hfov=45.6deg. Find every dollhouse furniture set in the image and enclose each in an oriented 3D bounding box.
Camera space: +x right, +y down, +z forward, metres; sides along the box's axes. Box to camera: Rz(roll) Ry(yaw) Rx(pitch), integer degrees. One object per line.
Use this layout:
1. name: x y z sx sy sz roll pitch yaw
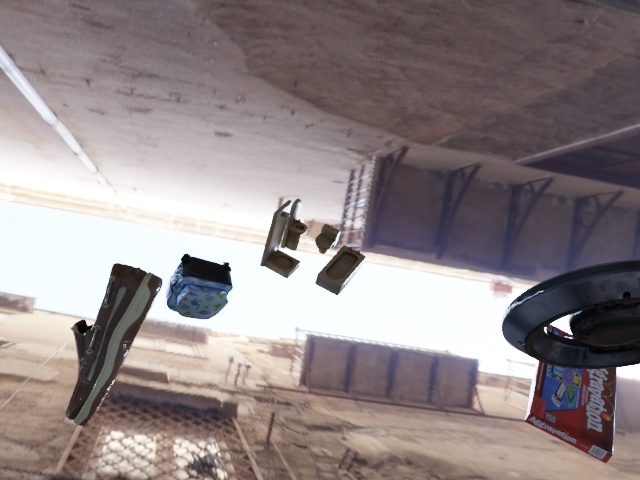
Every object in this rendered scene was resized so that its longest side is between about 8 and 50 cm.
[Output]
1. dollhouse furniture set: 0.000 0.000 1.385 0.151 0.123 0.144 27 -142 14

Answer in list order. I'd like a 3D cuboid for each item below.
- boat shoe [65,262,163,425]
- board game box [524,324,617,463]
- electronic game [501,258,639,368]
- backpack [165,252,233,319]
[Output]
1. boat shoe: -0.339 0.153 1.171 0.095 0.095 0.258 27 -93 -7
2. board game box: 0.448 0.258 1.342 0.145 0.281 0.027 27 -57 8
3. electronic game: 0.303 0.080 0.788 0.229 0.229 0.048 7 -120 -11
4. backpack: -0.219 0.091 1.347 0.105 0.114 0.084 14 -129 -29
